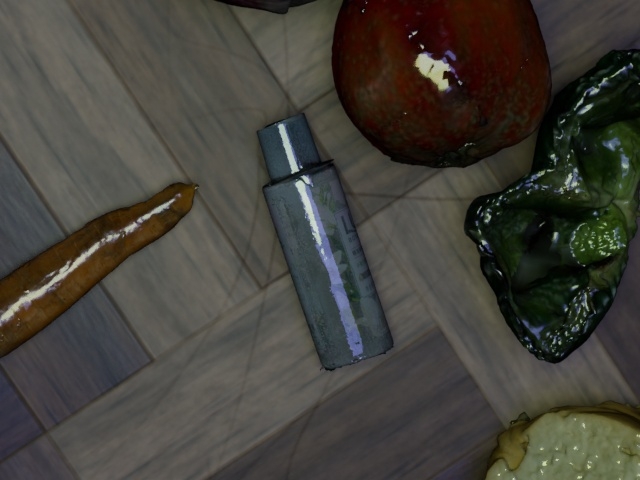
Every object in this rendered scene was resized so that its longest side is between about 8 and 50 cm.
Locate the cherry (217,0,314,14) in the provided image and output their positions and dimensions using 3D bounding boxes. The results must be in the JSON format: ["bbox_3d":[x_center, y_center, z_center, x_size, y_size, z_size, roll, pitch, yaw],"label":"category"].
[{"bbox_3d":[-0.045,-0.273,1.246,0.195,0.195,0.195,0,95,-4],"label":"cherry"}]

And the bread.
[{"bbox_3d":[0.251,0.237,1.372,0.183,0.224,0.211,-45,55,7],"label":"bread"}]

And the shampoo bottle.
[{"bbox_3d":[0.000,0.000,1.335,0.072,0.072,0.214,-19,97,-2],"label":"shampoo bottle"}]

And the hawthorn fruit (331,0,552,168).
[{"bbox_3d":[0.097,-0.173,1.287,0.181,0.181,0.235,4,75,-5],"label":"hawthorn fruit"}]

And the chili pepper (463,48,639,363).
[{"bbox_3d":[0.207,-0.033,1.325,0.116,0.148,0.264,19,95,25],"label":"chili pepper"}]

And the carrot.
[{"bbox_3d":[-0.205,0.023,1.329,0.248,0.059,0.059,-35,97,-4],"label":"carrot"}]
